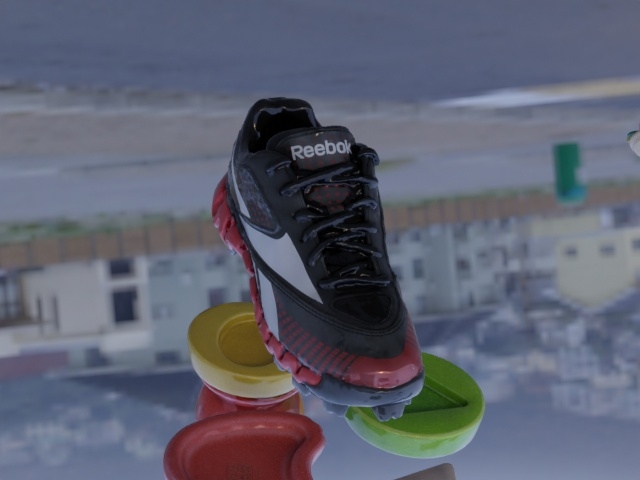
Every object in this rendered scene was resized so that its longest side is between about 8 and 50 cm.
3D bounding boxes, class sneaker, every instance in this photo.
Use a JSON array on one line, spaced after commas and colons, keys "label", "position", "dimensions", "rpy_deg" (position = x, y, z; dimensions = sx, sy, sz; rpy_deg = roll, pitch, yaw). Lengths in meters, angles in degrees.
[{"label": "sneaker", "position": [-0.001, 0.000, 1.179], "dimensions": [0.097, 0.135, 0.276], "rpy_deg": [-5, -140, -21]}]

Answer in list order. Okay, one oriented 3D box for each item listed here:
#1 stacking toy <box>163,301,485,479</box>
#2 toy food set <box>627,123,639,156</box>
[{"label": "stacking toy", "position": [-0.005, 0.205, 1.538], "dimensions": [0.279, 0.130, 0.309], "rpy_deg": [11, -148, 1]}, {"label": "toy food set", "position": [0.338, -0.097, 1.660], "dimensions": [0.082, 0.020, 0.083], "rpy_deg": [14, 158, -19]}]
